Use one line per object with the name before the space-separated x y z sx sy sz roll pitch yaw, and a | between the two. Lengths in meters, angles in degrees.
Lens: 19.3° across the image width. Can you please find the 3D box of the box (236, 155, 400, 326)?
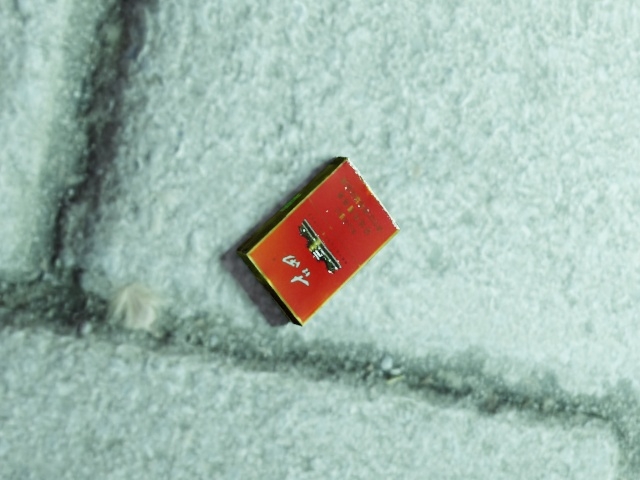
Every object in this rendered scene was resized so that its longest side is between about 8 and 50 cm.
box | 0.000 0.000 1.667 0.133 0.023 0.090 -43 112 -18
